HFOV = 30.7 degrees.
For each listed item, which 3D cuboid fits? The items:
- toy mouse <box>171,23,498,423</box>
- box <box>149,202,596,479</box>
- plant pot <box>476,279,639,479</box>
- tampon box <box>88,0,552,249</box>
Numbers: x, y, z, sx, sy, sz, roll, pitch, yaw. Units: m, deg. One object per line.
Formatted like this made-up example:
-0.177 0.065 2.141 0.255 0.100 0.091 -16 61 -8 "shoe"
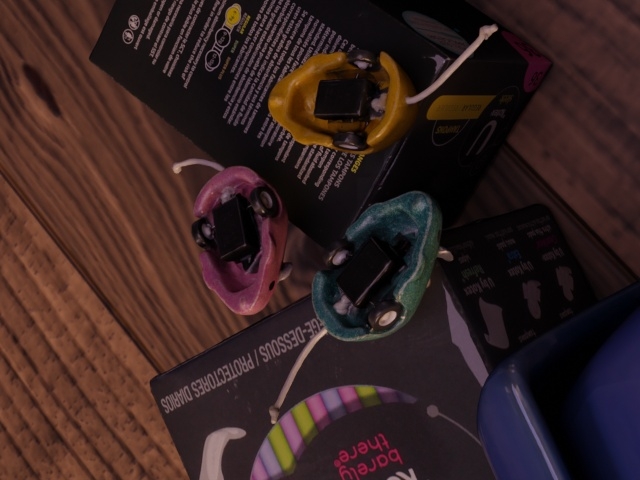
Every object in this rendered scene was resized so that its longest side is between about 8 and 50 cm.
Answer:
0.000 0.000 0.451 0.161 0.031 0.143 -3 78 38 "toy mouse"
0.071 0.141 0.523 0.165 0.143 0.270 -30 82 30 "box"
0.201 0.082 0.390 0.212 0.236 0.236 -30 82 37 "plant pot"
0.001 -0.085 0.545 0.161 0.120 0.101 39 115 20 "tampon box"
